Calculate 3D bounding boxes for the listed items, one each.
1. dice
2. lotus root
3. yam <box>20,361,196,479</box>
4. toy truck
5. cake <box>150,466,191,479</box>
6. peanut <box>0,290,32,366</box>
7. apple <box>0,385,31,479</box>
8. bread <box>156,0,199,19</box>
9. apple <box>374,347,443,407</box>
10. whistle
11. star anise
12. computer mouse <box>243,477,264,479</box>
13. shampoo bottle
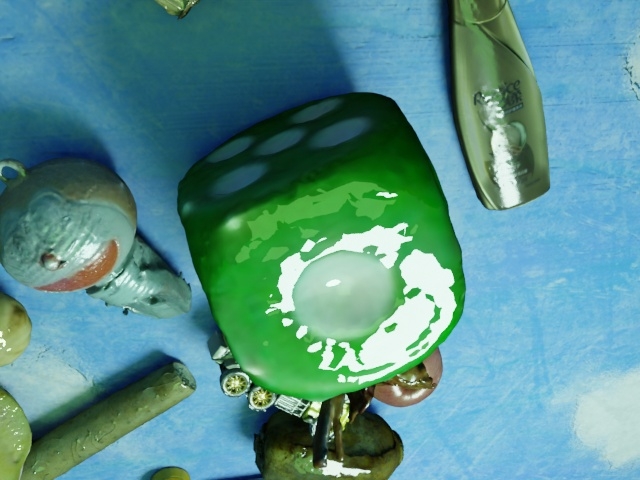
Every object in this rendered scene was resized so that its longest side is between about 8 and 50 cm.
[{"bbox_3d":[0.000,0.000,0.715,0.287,0.300,0.297,-22,118,-2],"label":"dice"},{"bbox_3d":[0.017,0.393,1.017,0.275,0.160,0.151,5,106,-17],"label":"lotus root"},{"bbox_3d":[-0.379,0.319,0.926,0.372,0.083,0.083,-30,120,1],"label":"yam"},{"bbox_3d":[-0.047,0.207,0.925,0.272,0.124,0.157,34,95,-23],"label":"toy truck"},{"bbox_3d":[-0.286,0.474,1.051,0.084,0.044,0.084,-5,119,-9],"label":"cake"},{"bbox_3d":[-0.565,0.133,0.741,0.319,0.147,0.147,-3,118,-12],"label":"peanut"},{"bbox_3d":[-0.575,0.297,0.842,0.265,0.120,0.193,32,65,-28],"label":"apple"},{"bbox_3d":[-0.115,-0.363,0.594,0.107,0.136,0.241,38,103,-25],"label":"bread"},{"bbox_3d":[0.143,0.221,0.976,0.154,0.120,0.153,-5,116,-10],"label":"apple"},{"bbox_3d":[-0.295,0.024,0.747,0.189,0.189,0.347,-32,131,4],"label":"whistle"},{"bbox_3d":[0.063,0.189,0.819,0.237,0.346,0.148,40,131,2],"label":"star anise"},{"bbox_3d":[-0.128,0.531,1.114,0.245,0.056,0.125,-1,118,-15],"label":"computer mouse"},{"bbox_3d":[0.249,-0.212,0.794,0.126,0.084,0.349,-22,120,0],"label":"shampoo bottle"}]
